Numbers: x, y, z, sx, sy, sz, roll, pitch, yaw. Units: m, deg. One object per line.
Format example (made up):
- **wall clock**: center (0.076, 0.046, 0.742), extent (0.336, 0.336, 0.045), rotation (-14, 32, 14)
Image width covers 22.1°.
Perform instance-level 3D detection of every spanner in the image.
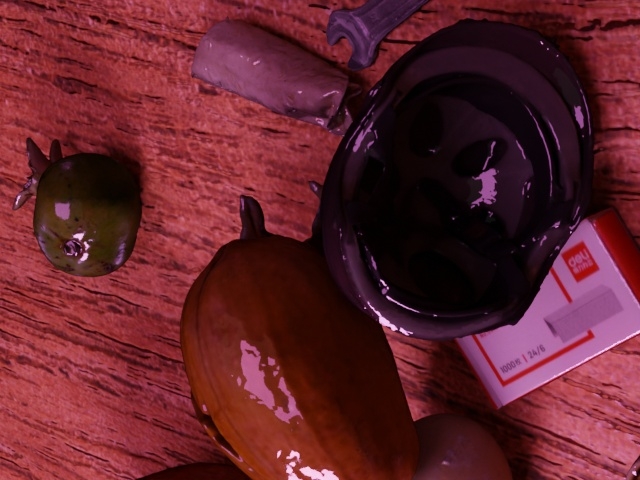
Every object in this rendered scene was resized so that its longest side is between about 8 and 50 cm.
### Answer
- **spanner**: center (0.103, -0.255, 1.595), extent (0.302, 0.017, 0.071), rotation (-35, 83, 46)

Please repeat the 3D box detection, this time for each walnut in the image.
- **walnut**: center (-0.013, 0.153, 1.601), extent (0.209, 0.209, 0.336), rotation (-34, 84, 45)

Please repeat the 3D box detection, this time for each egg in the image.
- **egg**: center (0.124, 0.271, 1.693), extent (0.164, 0.164, 0.201), rotation (28, 126, 32)

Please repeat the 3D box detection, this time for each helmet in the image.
- **helmet**: center (0.117, -0.048, 1.535), extent (0.225, 0.305, 0.177), rotation (30, 168, -9)

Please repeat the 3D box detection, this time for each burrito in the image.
- **burrito**: center (-0.044, -0.172, 1.732), extent (0.226, 0.060, 0.087), rotation (28, 125, 32)

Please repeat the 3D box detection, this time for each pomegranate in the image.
- **pomegranate**: center (-0.299, -0.047, 1.973), extent (0.191, 0.131, 0.152), rotation (44, 135, 30)

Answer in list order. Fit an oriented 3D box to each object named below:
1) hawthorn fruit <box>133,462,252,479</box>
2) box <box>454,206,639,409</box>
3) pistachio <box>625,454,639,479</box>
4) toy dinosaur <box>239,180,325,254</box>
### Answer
- **hawthorn fruit**: center (-0.164, 0.411, 1.946), extent (0.311, 0.295, 0.295), rotation (-24, 91, 46)
- **box**: center (0.226, 0.070, 1.594), extent (0.229, 0.050, 0.123), rotation (-35, 82, 45)
- **pistachio**: center (0.340, 0.236, 1.530), extent (0.113, 0.113, 0.149), rotation (45, 147, 19)
- **toy dinosaur**: center (0.006, 0.006, 1.732), extent (0.207, 0.113, 0.327), rotation (4, 138, 3)
